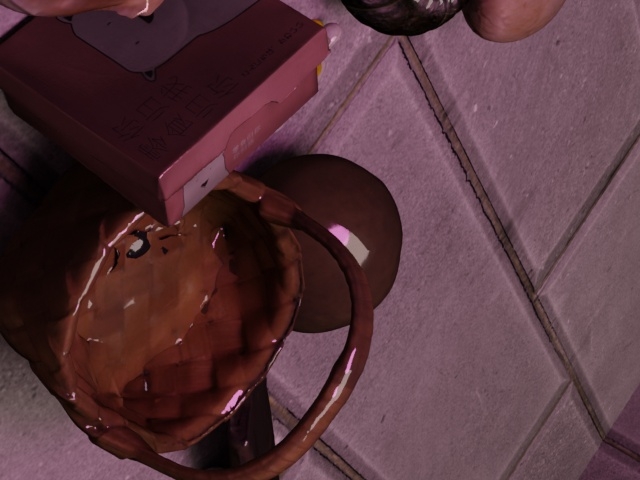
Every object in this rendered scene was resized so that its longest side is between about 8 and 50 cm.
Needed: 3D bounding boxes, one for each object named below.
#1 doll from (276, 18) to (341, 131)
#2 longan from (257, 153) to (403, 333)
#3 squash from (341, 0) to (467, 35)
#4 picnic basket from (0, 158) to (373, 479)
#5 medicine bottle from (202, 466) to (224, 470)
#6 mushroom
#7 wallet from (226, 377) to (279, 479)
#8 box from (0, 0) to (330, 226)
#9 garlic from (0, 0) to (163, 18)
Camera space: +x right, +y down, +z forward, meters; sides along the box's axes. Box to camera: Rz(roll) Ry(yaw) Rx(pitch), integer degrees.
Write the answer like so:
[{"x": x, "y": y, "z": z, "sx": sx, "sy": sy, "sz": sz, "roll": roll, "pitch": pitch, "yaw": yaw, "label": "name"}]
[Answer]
[{"x": -0.018, "y": -0.192, "z": 1.544, "sx": 0.135, "sy": 0.071, "sz": 0.113, "roll": -48, "pitch": 157, "yaw": -31, "label": "doll"}, {"x": 0.000, "y": 0.000, "z": 1.611, "sx": 0.196, "sy": 0.196, "sz": 0.220, "roll": -41, "pitch": 140, "yaw": -31, "label": "longan"}, {"x": 0.098, "y": -0.316, "z": 1.523, "sx": 0.193, "sy": 0.156, "sz": 0.193, "roll": -3, "pitch": 93, "yaw": -54, "label": "squash"}, {"x": -0.103, "y": 0.085, "z": 1.323, "sx": 0.293, "sy": 0.337, "sz": 0.337, "roll": -56, "pitch": 151, "yaw": -5, "label": "picnic basket"}, {"x": -0.137, "y": 0.341, "z": 1.838, "sx": 0.057, "sy": 0.057, "sz": 0.089, "roll": -40, "pitch": 144, "yaw": -32, "label": "medicine bottle"}, {"x": 0.212, "y": -0.346, "z": 1.662, "sx": 0.226, "sy": 0.178, "sz": 0.226, "roll": 6, "pitch": 90, "yaw": -87, "label": "mushroom"}, {"x": -0.088, "y": 0.286, "z": 1.813, "sx": 0.309, "sy": 0.042, "sz": 0.165, "roll": 86, "pitch": 6, "yaw": -46, "label": "wallet"}, {"x": -0.137, "y": -0.145, "z": 1.237, "sx": 0.215, "sy": 0.215, "sz": 0.086, "roll": -46, "pitch": 156, "yaw": -24, "label": "box"}, {"x": -0.180, "y": -0.305, "z": 1.108, "sx": 0.279, "sy": 0.132, "sz": 0.325, "roll": -51, "pitch": 152, "yaw": -18, "label": "garlic"}]
